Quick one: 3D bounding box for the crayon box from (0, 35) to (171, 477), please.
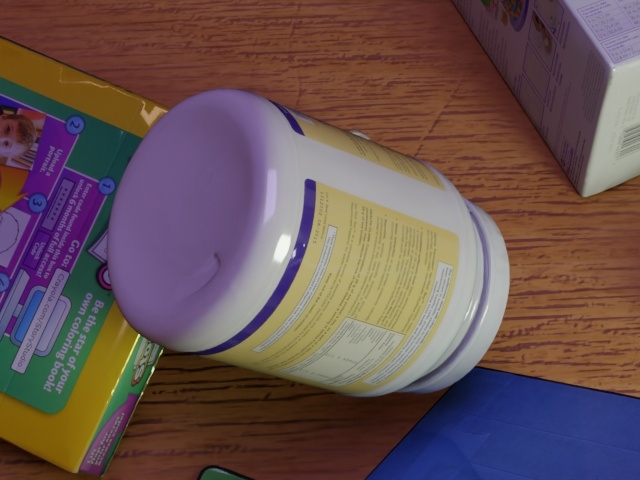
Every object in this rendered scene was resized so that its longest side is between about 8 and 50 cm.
[{"bbox_3d":[-0.288,0.008,1.820,0.313,0.106,0.363,24,85,12],"label":"crayon box"}]

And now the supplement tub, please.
[{"bbox_3d":[-0.006,0.014,1.698,0.331,0.241,0.241,19,47,-41],"label":"supplement tub"}]

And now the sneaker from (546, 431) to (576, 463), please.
[{"bbox_3d":[0.316,0.257,1.746,0.295,0.124,0.178,9,35,-22],"label":"sneaker"}]

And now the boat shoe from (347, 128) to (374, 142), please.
[{"bbox_3d":[0.000,0.000,1.905,0.092,0.103,0.285,24,55,19],"label":"boat shoe"}]

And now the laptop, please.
[{"bbox_3d":[0.092,0.196,1.598,0.382,0.408,0.236,6,78,52],"label":"laptop"}]

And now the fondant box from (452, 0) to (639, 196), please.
[{"bbox_3d":[0.257,-0.247,1.979,0.096,0.238,0.330,-23,62,-14],"label":"fondant box"}]

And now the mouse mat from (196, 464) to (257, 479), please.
[{"bbox_3d":[-0.080,0.320,1.761,0.152,0.007,0.190,19,61,10],"label":"mouse mat"}]
